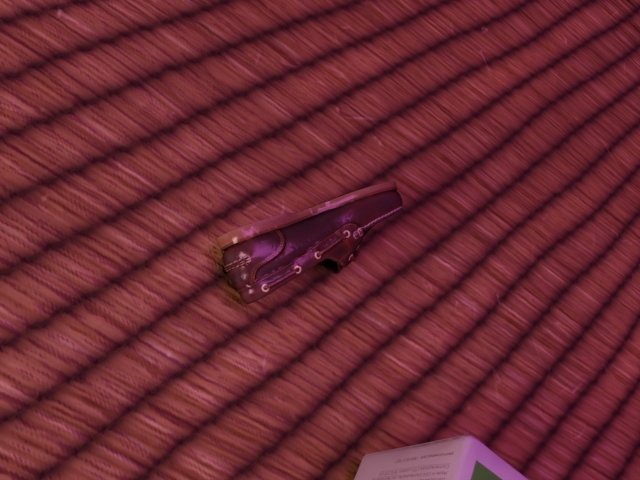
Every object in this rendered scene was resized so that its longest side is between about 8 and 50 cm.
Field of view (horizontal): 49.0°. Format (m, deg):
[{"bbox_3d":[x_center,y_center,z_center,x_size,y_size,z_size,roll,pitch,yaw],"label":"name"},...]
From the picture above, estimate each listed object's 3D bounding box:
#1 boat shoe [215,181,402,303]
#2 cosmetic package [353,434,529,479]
[{"bbox_3d":[0.000,0.000,0.682,0.207,0.073,0.073,-21,85,-28],"label":"boat shoe"},{"bbox_3d":[0.074,0.358,0.512,0.197,0.155,0.365,38,53,-15],"label":"cosmetic package"}]
